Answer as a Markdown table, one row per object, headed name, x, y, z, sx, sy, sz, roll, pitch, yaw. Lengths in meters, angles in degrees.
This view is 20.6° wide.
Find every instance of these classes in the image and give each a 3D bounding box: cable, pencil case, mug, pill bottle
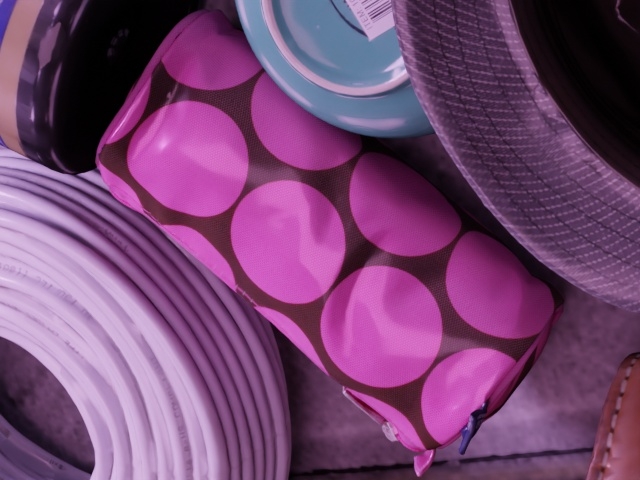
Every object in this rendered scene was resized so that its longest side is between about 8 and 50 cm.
| name | x | y | z | sx | sy | sz | roll | pitch | yaw |
| --- | --- | --- | --- | --- | --- | --- | --- | --- | --- |
| cable | -0.135 | 0.080 | 0.864 | 0.257 | 0.089 | 0.257 | -5 | 108 | 28 |
| pencil case | 0.000 | 0.000 | 0.754 | 0.209 | 0.095 | 0.098 | 41 | 108 | 4 |
| mug | 0.018 | -0.110 | 0.704 | 0.158 | 0.097 | 0.129 | 18 | 117 | 19 |
| pill bottle | -0.174 | -0.125 | 0.779 | 0.219 | 0.123 | 0.122 | 26 | 120 | 16 |

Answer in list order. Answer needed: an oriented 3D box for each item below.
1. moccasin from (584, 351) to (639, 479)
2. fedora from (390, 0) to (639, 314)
| name | x | y | z | sx | sy | sz | roll | pitch | yaw |
| --- | --- | --- | --- | --- | --- | --- | --- | --- | --- |
| moccasin | 0.078 | 0.220 | 0.774 | 0.147 | 0.139 | 0.380 | 26 | 111 | 25 |
| fedora | 0.169 | -0.111 | 0.610 | 0.275 | 0.124 | 0.243 | -39 | 93 | 22 |
